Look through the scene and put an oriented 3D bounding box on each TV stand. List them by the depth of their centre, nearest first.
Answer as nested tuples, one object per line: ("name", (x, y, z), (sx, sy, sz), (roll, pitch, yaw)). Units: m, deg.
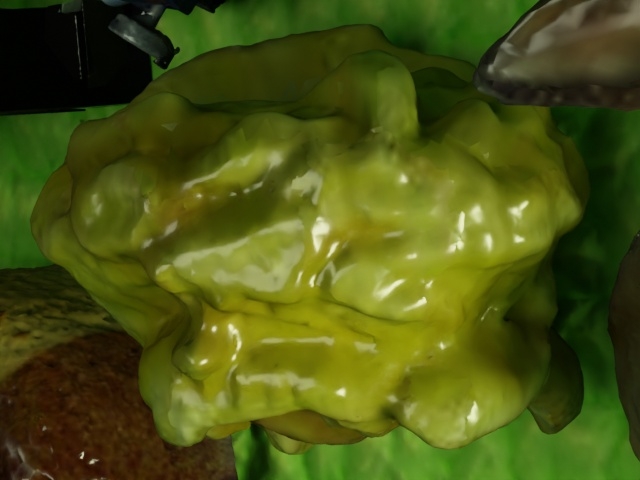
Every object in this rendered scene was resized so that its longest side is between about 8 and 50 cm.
("TV stand", (-0.168, -0.070, 0.693), (0.040, 0.256, 0.049), (-1, 95, 38))

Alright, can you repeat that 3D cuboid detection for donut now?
("donut", (-0.114, 0.102, 0.756), (0.151, 0.112, 0.295), (-53, 58, 23))

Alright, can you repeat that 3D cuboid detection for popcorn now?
("popcorn", (-0.001, 0.005, 0.628), (0.197, 0.197, 0.155), (11, 105, 37))

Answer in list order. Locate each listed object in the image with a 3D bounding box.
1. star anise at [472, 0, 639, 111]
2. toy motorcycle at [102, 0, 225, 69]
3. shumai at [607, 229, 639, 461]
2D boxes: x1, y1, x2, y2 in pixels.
("star anise", (0.217, -0.081, 0.423), (0.349, 0.109, 0.292), (37, 114, 2))
("toy motorcycle", (-0.088, -0.125, 0.661), (0.114, 0.205, 0.076), (31, 93, 1))
("shumai", (0.162, 0.054, 0.542), (0.201, 0.120, 0.201), (9, 105, 35))
